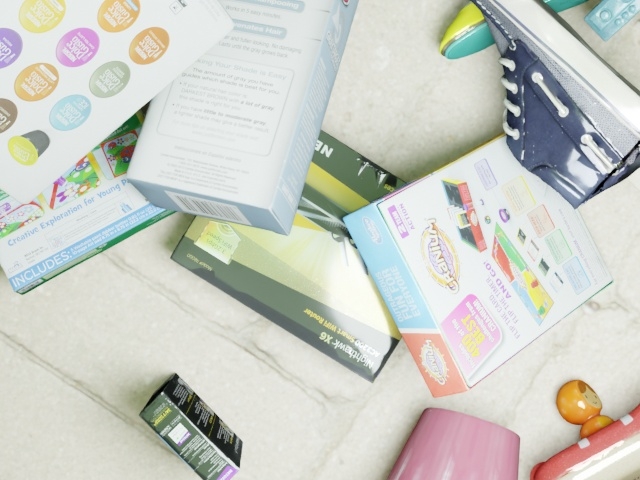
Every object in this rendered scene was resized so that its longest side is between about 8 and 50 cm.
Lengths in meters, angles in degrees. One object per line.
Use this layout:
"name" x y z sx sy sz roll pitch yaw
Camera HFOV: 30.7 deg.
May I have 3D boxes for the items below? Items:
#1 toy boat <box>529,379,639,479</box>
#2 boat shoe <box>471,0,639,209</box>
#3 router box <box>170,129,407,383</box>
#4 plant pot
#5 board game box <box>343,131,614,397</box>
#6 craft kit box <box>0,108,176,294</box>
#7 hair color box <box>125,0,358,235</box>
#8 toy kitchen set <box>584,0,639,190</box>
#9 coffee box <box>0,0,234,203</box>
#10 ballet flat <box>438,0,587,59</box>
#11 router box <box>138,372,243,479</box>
"toy boat" 0.361 0.246 1.503 0.231 0.151 0.151 -29 63 1
"boat shoe" 0.254 -0.189 1.406 0.340 0.127 0.158 47 110 13
"router box" 0.000 0.000 1.503 0.309 0.081 0.243 31 91 -1
"plant pot" 0.167 0.316 1.471 0.201 0.201 0.180 18 76 -1
"board game box" 0.202 0.013 1.423 0.316 0.064 0.242 -28 92 -39
"craft kit box" -0.331 -0.096 1.480 0.250 0.061 0.247 -28 85 -6
"hair color box" -0.082 -0.212 1.414 0.185 0.113 0.374 13 76 14
"toy kitchen set" 0.396 -0.201 1.450 0.207 0.122 0.166 46 117 -2
"coffee box" -0.367 -0.314 1.299 0.334 0.337 0.338 -40 55 1
"ballet flat" 0.247 -0.310 1.507 0.231 0.077 0.077 -24 71 -2
"router box" -0.159 0.237 1.462 0.046 0.179 0.133 -44 92 -1
